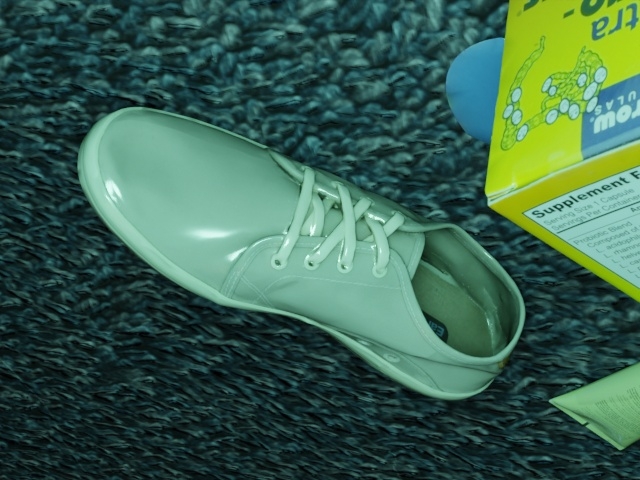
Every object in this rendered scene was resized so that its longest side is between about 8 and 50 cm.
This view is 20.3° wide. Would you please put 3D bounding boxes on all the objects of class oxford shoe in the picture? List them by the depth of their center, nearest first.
[{"bbox_3d":[0.000,0.000,1.568,0.449,0.169,0.130,29,146,-20],"label":"oxford shoe"}]

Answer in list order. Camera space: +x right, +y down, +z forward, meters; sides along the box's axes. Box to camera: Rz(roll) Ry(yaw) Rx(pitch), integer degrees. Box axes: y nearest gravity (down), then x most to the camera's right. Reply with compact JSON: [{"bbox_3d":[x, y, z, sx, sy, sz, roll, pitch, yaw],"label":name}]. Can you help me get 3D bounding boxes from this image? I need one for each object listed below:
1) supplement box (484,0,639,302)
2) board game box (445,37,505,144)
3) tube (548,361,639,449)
[{"bbox_3d":[0.312,-0.057,1.253,0.357,0.195,0.194,30,145,-32],"label":"supplement box"},{"bbox_3d":[0.185,-0.112,1.443,0.169,0.033,0.133,25,149,5],"label":"board game box"},{"bbox_3d":[0.314,0.140,1.674,0.240,0.062,0.070,-40,68,55],"label":"tube"}]
